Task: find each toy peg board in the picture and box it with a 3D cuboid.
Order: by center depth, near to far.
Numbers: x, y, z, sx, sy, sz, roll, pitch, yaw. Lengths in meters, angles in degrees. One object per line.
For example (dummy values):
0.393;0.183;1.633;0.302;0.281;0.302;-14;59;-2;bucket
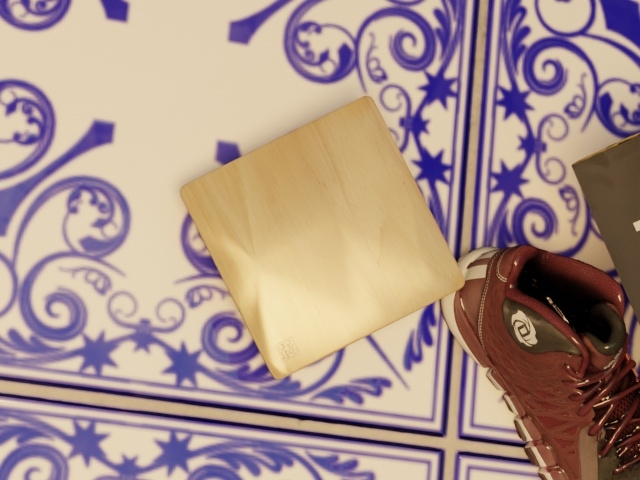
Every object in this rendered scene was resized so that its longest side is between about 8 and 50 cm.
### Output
0.000;0.000;1.412;0.160;0.079;0.161;-27;87;-5;toy peg board

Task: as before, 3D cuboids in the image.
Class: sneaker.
0.209;0.116;1.396;0.106;0.162;0.281;-42;93;-20;sneaker

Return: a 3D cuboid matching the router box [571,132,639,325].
0.326;0.054;1.419;0.243;0.081;0.309;-15;82;-60;router box
